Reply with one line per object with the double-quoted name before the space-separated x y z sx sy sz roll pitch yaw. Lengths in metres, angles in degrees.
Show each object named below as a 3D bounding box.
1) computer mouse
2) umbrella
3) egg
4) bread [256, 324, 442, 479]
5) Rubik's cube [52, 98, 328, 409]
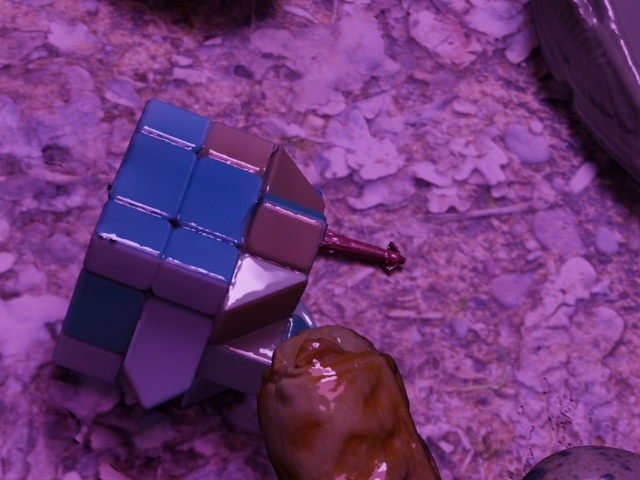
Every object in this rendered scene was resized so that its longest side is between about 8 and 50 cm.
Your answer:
"computer mouse" 0.339 -0.204 1.821 0.228 0.145 0.429 -12 70 -30
"umbrella" 0.000 0.000 1.657 0.165 0.025 0.027 15 33 -6
"egg" 0.244 0.243 1.464 0.182 0.141 0.141 15 52 -9
"bread" 0.033 0.197 1.396 0.130 0.152 0.267 -22 91 9
"Rubik's cube" -0.093 0.029 1.495 0.213 0.224 0.265 21 47 -5
